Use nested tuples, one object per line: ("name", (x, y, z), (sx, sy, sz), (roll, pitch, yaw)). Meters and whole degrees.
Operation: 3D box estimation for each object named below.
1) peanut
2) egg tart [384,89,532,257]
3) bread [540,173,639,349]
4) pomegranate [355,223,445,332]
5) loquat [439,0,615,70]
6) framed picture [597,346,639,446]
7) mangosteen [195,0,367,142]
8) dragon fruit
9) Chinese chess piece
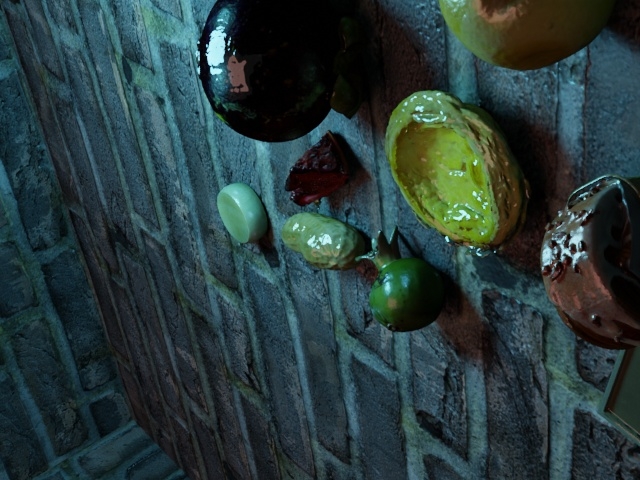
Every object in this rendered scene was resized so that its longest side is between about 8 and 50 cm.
("peanut", (0.000, 0.000, 1.862), (0.226, 0.108, 0.095), (25, 141, 51))
("egg tart", (0.215, -0.109, 1.431), (0.279, 0.095, 0.279), (38, 148, 29))
("bread", (0.377, 0.033, 1.164), (0.224, 0.212, 0.142), (59, 148, 2))
("pomegranate", (0.139, 0.072, 1.679), (0.191, 0.131, 0.152), (66, 156, 6))
("loquat", (0.240, -0.304, 1.097), (0.213, 0.213, 0.213), (39, 145, 35))
("framed picture", (0.539, 0.267, 1.309), (0.315, 0.024, 0.232), (41, 146, 34))
("mangosteen", (-0.063, -0.299, 1.548), (0.288, 0.288, 0.288), (39, 145, 35))
("dragon fruit", (-0.009, -0.107, 1.777), (0.092, 0.122, 0.192), (42, 148, 3))
("Chinese chess piece", (-0.179, -0.063, 2.151), (0.144, 0.058, 0.144), (40, 145, 37))
